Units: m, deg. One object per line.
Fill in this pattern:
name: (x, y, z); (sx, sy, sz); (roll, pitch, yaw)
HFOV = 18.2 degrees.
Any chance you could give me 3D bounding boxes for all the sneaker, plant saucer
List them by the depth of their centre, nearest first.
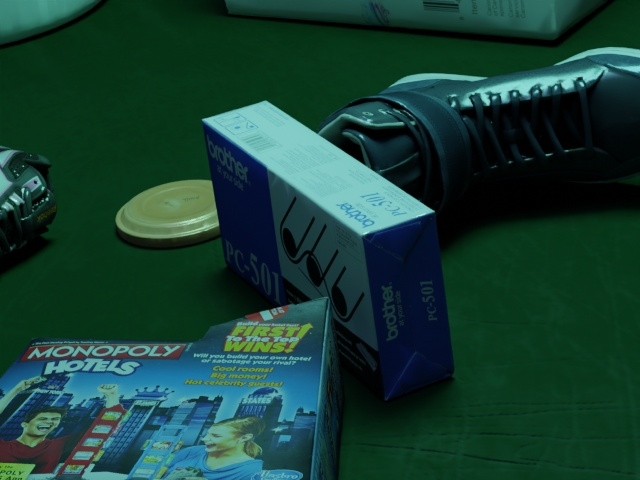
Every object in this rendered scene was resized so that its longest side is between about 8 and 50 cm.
sneaker: (0.102, -0.056, 1.178); (0.226, 0.086, 0.163); (-4, 13, 31)
sneaker: (-0.204, -0.019, 1.238); (0.077, 0.072, 0.178); (3, 31, -2)
plant saucer: (-0.089, -0.019, 1.263); (0.083, 0.013, 0.083); (-6, 26, 3)

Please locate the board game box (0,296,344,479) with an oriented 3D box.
board game box: (-0.066, 0.096, 0.961); (0.194, 0.060, 0.194); (1, 26, 18)

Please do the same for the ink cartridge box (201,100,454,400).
ink cartridge box: (0.000, 0.000, 1.098); (0.046, 0.097, 0.207); (-18, 26, -20)

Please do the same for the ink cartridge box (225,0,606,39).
ink cartridge box: (0.065, -0.287, 1.530); (0.306, 0.226, 0.131); (10, 31, 33)

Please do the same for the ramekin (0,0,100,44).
ramekin: (-0.305, -0.259, 1.691); (0.277, 0.135, 0.277); (-7, 25, 3)
